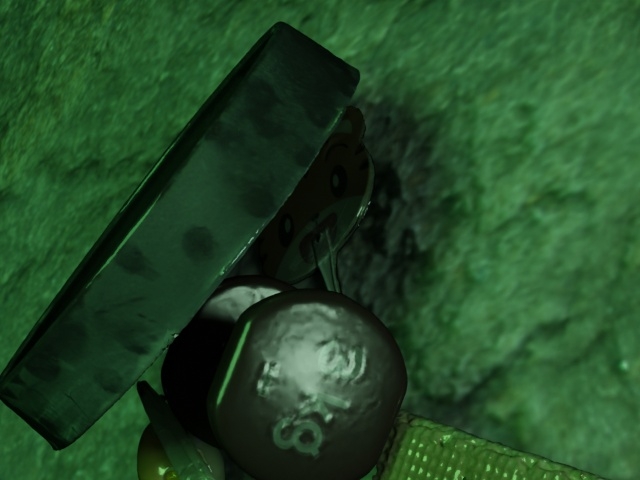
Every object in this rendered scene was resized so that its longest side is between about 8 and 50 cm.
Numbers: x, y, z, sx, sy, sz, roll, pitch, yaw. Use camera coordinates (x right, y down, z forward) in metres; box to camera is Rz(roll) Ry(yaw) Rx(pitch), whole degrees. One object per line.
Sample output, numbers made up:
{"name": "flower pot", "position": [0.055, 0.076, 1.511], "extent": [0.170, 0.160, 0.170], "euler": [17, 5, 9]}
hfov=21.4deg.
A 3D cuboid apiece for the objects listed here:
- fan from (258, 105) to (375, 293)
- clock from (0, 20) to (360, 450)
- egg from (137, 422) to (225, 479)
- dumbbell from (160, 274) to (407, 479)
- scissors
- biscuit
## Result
{"name": "fan", "position": [0.000, 0.000, 1.380], "extent": [0.152, 0.008, 0.227], "euler": [-43, 39, 28]}
{"name": "clock", "position": [-0.116, -0.008, 1.327], "extent": [0.386, 0.076, 0.386], "euler": [-50, 8, 9]}
{"name": "egg", "position": [-0.114, 0.179, 1.360], "extent": [0.071, 0.071, 0.083], "euler": [-37, 63, 34]}
{"name": "dumbbell", "position": [-0.032, 0.097, 1.206], "extent": [0.140, 0.124, 0.225], "euler": [-67, 15, -3]}
{"name": "scissors", "position": [-0.073, 0.215, 1.268], "extent": [0.109, 0.022, 0.300], "euler": [-50, 52, 19]}
{"name": "biscuit", "position": [0.107, 0.183, 1.079], "extent": [0.239, 0.061, 0.108], "euler": [12, 79, 55]}
